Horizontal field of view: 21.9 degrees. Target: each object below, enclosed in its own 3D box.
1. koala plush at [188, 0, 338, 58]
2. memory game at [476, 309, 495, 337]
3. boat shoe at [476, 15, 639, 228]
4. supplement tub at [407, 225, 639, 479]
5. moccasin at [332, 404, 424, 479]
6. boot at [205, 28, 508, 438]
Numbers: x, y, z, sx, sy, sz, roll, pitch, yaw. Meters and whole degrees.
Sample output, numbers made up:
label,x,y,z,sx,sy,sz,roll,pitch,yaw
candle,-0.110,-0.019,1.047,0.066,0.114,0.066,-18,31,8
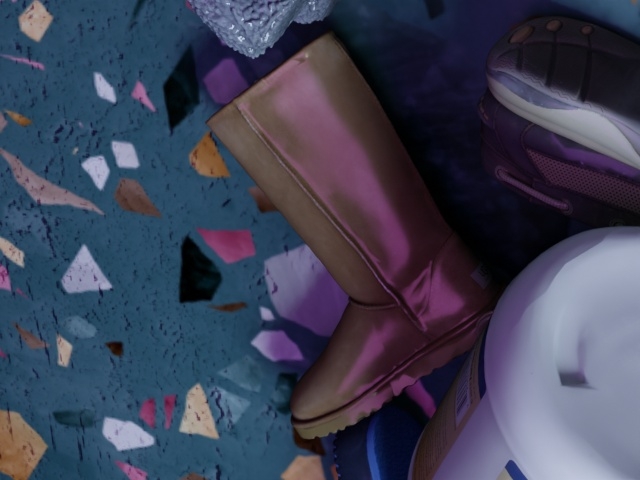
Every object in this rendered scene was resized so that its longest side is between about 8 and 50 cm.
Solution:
label,x,y,z,sx,sy,sz,roll,pitch,yaw
koala plush,-0.059,-0.279,1.161,0.221,0.196,0.203,36,113,5
memory game,0.208,0.084,1.275,0.186,0.012,0.186,1,131,2
boat shoe,0.270,-0.031,1.173,0.355,0.132,0.130,32,135,18
supplement tub,0.188,0.160,1.157,0.228,0.228,0.316,32,147,7
moccasin,0.070,0.301,1.422,0.117,0.138,0.342,-9,110,34
boot,0.000,0.000,1.332,0.236,0.089,0.269,-35,99,22
